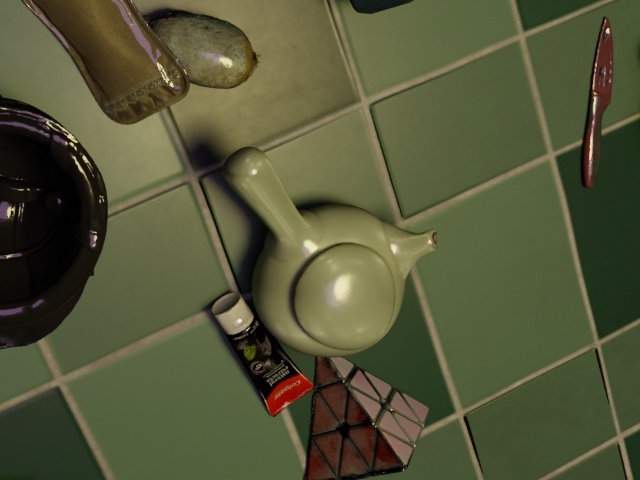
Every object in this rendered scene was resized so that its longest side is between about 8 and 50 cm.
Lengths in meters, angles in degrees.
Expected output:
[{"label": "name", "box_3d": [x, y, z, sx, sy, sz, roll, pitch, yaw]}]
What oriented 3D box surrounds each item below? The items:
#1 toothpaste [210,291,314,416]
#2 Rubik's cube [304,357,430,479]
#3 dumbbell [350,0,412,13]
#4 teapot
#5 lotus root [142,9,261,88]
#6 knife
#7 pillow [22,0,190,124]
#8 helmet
[{"label": "toothpaste", "box_3d": [-0.078, 0.152, 1.277, 0.071, 0.045, 0.193, -33, 118, -7]}, {"label": "Rubik's cube", "box_3d": [0.106, 0.268, 1.329, 0.178, 0.190, 0.211, -6, 111, -37]}, {"label": "dumbbell", "box_3d": [0.044, -0.436, 1.116, 0.160, 0.144, 0.325, -33, 112, -12]}, {"label": "teapot", "box_3d": [-0.022, 0.032, 1.206, 0.318, 0.149, 0.220, 23, 93, -25]}, {"label": "lotus root", "box_3d": [-0.151, -0.229, 1.131, 0.165, 0.088, 0.088, 14, 98, -12]}, {"label": "knife", "box_3d": [0.406, -0.197, 1.383, 0.035, 0.018, 0.247, 0, 102, -18]}, {"label": "pillow", "box_3d": [-0.246, -0.237, 1.089, 0.130, 0.033, 0.217, -20, 114, 27]}, {"label": "helmet", "box_3d": [-0.361, -0.034, 1.055, 0.230, 0.160, 0.279, -1, 116, -21]}]
